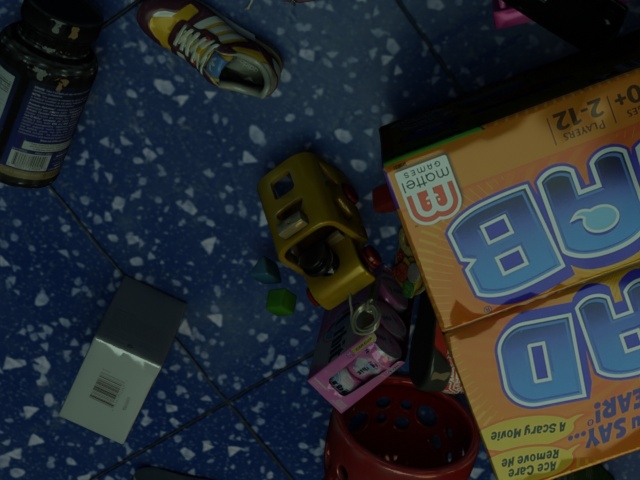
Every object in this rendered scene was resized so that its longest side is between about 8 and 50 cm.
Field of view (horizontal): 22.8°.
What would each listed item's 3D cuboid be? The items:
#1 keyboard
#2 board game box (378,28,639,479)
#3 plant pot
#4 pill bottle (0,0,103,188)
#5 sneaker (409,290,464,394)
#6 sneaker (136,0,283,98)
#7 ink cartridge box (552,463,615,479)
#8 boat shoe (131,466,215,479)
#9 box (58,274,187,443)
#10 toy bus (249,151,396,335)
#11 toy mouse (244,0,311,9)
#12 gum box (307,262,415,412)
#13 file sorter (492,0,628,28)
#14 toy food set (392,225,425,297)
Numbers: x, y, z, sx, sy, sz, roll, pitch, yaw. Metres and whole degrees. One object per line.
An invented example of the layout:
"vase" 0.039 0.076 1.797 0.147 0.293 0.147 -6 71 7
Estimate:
"keyboard" 0.226 -0.271 1.591 0.192 0.038 0.100 32 135 -5
"board game box" 0.287 -0.001 1.687 0.356 0.356 0.356 -20 99 5
"plant pot" 0.094 0.294 2.015 0.191 0.191 0.174 12 122 1
"pill bottle" -0.334 -0.180 1.865 0.122 0.123 0.219 24 116 -5
"sneaker" 0.204 0.060 1.951 0.145 0.090 0.270 6 102 -23
"sneaker" -0.130 -0.226 1.841 0.185 0.084 0.070 23 116 -6
"ink cartridge box" 0.260 0.401 2.047 0.255 0.189 0.097 -38 108 22
"boat shoe" -0.172 0.370 2.156 0.183 0.065 0.083 16 119 5
"box" -0.246 0.147 1.990 0.091 0.170 0.130 25 116 -5
"toy bus" -0.007 -0.006 1.872 0.202 0.191 0.104 10 165 43
"toy mouse" -0.045 -0.312 1.818 0.161 0.031 0.143 40 114 -13
"gum box" 0.051 0.120 1.932 0.107 0.188 0.062 -40 105 23
"file sorter" 0.308 -0.365 1.659 0.290 0.202 0.182 -11 113 12
"toy food set" 0.113 0.027 1.944 0.020 0.082 0.083 3 124 -32
